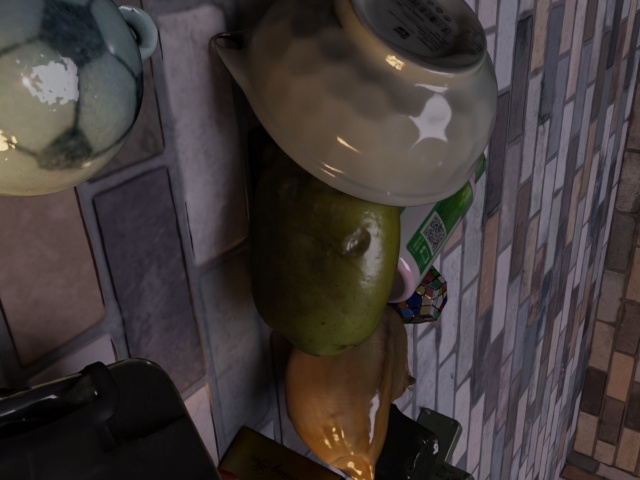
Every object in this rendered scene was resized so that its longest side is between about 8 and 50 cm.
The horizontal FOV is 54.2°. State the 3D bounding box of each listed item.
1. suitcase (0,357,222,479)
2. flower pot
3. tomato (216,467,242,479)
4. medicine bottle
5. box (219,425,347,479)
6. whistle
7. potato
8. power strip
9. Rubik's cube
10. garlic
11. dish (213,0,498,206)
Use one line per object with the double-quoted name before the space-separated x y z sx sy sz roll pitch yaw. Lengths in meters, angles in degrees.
"suitcase" -0.153 0.301 0.415 0.283 0.194 0.433 -15 72 -53
"flower pot" 0.146 0.387 1.129 0.157 0.107 0.157 -31 129 -48
"tomato" -0.138 0.364 0.655 0.228 0.101 0.227 -13 111 -38
"medicine bottle" 0.138 -0.048 0.909 0.274 0.134 0.133 -51 140 -31
"box" -0.011 0.343 0.829 0.071 0.159 0.240 -56 144 -21
"whistle" -0.209 -0.086 0.363 0.290 0.164 0.163 -39 134 -40
"potato" -0.001 0.000 0.677 0.149 0.197 0.228 6 118 -26
"power strip" 0.228 0.455 1.241 0.215 0.145 0.061 -62 146 -19
"Rubik's cube" 0.154 0.087 1.024 0.111 0.093 0.111 -27 124 -50
"garlic" 0.055 0.179 0.858 0.338 0.151 0.196 -26 99 -72
"dish" 0.066 -0.180 0.610 0.303 0.303 0.120 -44 175 -38
